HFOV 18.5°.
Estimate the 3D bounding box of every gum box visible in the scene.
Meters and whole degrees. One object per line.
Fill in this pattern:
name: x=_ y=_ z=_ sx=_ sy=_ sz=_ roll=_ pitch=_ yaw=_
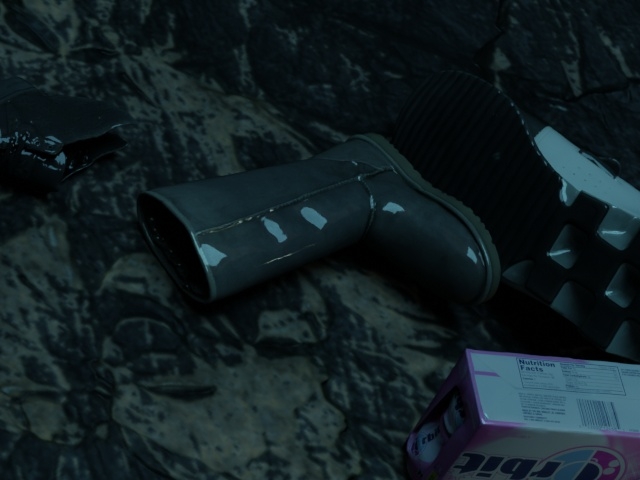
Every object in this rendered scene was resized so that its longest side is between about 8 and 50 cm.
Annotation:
gum box: x=0.158 y=0.135 z=1.339 sx=0.188 sy=0.107 sz=0.062 roll=7 pitch=49 yaw=-20

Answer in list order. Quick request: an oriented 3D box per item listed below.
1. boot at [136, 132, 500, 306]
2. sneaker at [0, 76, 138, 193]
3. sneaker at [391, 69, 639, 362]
boot: x=0.000 y=0.002 z=1.403 sx=0.208 sy=0.076 sz=0.189 roll=-15 pitch=45 yaw=-42
sneaker: x=-0.214 y=-0.064 z=1.375 sx=0.089 sy=0.051 sz=0.170 roll=37 pitch=42 yaw=14
sneaker: x=0.187 y=-0.006 z=1.481 sx=0.330 sy=0.122 sz=0.146 roll=45 pitch=17 yaw=34
